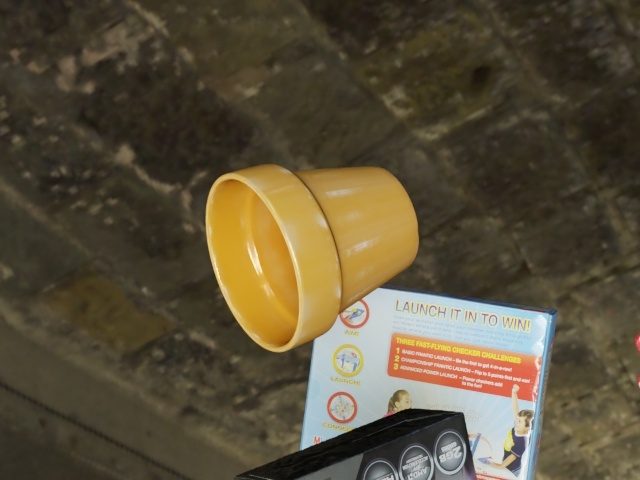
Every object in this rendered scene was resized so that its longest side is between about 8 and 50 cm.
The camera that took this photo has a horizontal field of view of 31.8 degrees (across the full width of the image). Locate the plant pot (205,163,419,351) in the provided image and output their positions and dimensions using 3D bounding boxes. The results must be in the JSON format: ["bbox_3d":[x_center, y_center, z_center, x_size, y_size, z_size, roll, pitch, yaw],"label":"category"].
[{"bbox_3d":[0.000,0.000,1.275,0.188,0.205,0.205,-19,79,-29],"label":"plant pot"}]

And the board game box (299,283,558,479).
[{"bbox_3d":[0.137,0.218,1.476,0.086,0.308,0.302,0,98,-71],"label":"board game box"}]

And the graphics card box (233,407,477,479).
[{"bbox_3d":[0.067,0.370,1.087,0.233,0.094,0.371,-13,93,-35],"label":"graphics card box"}]

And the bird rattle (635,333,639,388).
[{"bbox_3d":[0.483,0.169,1.246,0.143,0.253,0.207,33,51,-63],"label":"bird rattle"}]
